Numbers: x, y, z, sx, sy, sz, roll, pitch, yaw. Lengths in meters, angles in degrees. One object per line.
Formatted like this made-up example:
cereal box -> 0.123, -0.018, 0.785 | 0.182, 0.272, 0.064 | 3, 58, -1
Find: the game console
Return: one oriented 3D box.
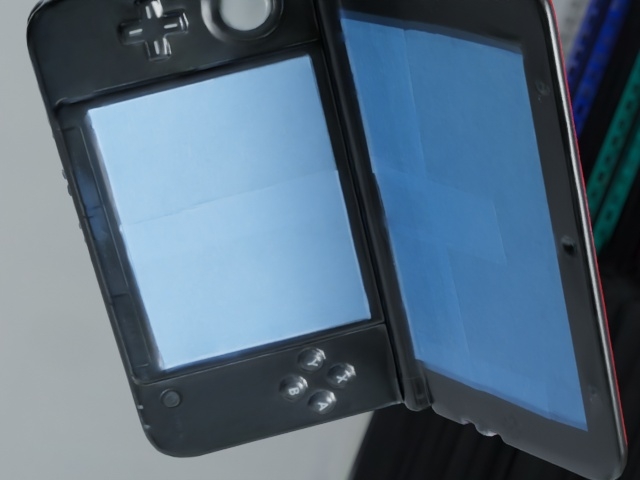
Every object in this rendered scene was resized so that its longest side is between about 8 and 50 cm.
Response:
game console -> 0.000, 0.000, 0.452 | 0.124, 0.144, 0.085 | -14, 24, -2
